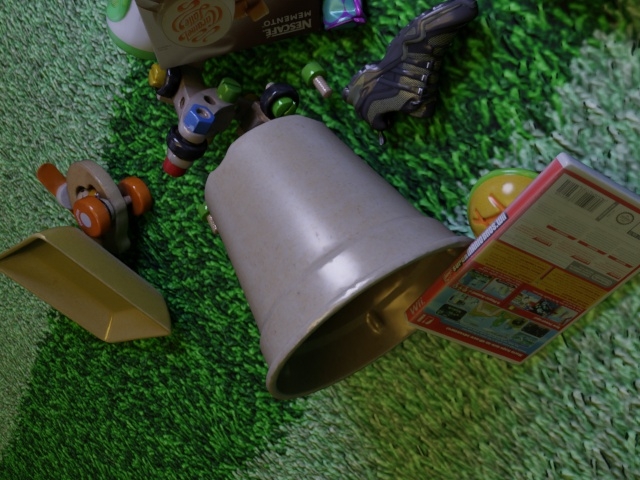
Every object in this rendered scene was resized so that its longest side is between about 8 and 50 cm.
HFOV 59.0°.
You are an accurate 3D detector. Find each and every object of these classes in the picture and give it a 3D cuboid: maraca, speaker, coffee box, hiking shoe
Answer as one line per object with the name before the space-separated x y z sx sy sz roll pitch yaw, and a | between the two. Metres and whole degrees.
maraca | 0.255 -0.014 0.733 0.127 0.099 0.186 8 133 33
speaker | -0.239 -0.422 0.852 0.131 0.131 0.296 52 136 13
coffee box | -0.131 -0.351 0.795 0.141 0.246 0.098 88 164 -63
hiking shoe | 0.138 -0.230 0.775 0.114 0.086 0.227 52 133 -4

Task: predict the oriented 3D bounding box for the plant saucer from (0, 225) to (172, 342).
plant saucer | -0.504 0.093 1.225 0.332 0.081 0.333 -14 130 45

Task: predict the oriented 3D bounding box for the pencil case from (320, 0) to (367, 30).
pencil case | 0.028 -0.382 0.809 0.070 0.064 0.152 4 106 50

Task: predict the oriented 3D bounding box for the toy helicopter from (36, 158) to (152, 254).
toy helicopter | -0.516 -0.029 1.264 0.235 0.140 0.355 35 133 16

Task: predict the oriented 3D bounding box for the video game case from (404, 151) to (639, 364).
video game case | 0.268 0.042 0.697 0.285 0.204 0.025 -53 26 33

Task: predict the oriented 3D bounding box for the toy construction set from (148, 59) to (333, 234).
toy construction set | -0.161 -0.185 0.943 0.237 0.257 0.309 59 152 30

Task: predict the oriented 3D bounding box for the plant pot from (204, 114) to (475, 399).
plant pot | 0.000 0.000 0.806 0.305 0.333 0.334 55 127 25
